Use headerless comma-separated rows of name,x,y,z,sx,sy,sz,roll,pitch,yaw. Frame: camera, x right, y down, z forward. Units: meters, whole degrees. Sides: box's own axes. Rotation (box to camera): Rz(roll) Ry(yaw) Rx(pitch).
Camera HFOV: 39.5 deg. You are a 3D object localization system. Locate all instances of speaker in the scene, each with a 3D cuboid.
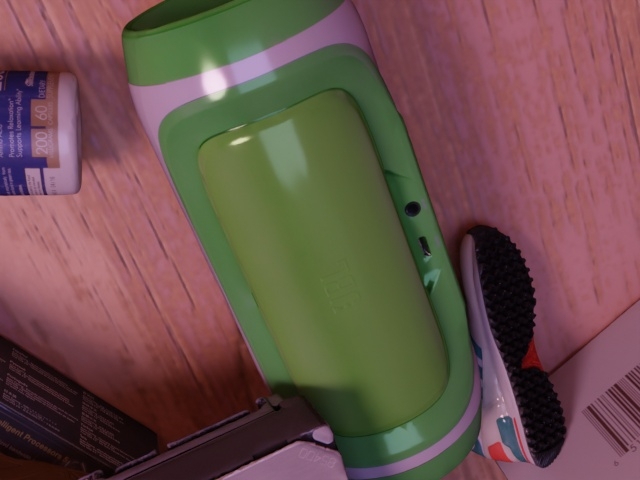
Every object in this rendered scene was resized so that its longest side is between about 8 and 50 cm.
speaker,0.000,0.000,0.504,0.131,0.131,0.297,-23,115,-3

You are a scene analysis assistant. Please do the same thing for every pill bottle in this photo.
pill bottle,-0.188,-0.056,0.469,0.120,0.067,0.067,-1,112,-12

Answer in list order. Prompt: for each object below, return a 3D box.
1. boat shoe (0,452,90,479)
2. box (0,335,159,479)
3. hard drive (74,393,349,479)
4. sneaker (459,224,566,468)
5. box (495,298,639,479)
boat shoe,-0.186,0.142,0.469,0.170,0.063,0.059,26,96,-23
box,-0.289,0.142,0.521,0.307,0.076,0.242,38,99,-23
hard drive,-0.062,0.277,0.491,0.236,0.064,0.339,-22,111,-16
sneaker,0.106,0.073,0.593,0.057,0.075,0.161,-18,93,-44
box,0.317,0.214,0.637,0.215,0.168,0.345,-42,114,6
